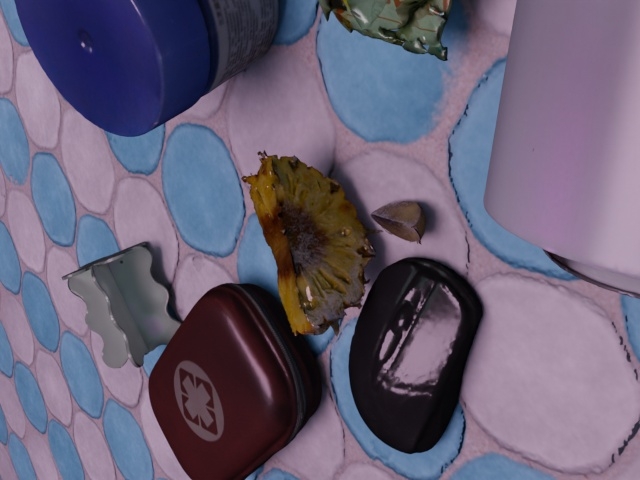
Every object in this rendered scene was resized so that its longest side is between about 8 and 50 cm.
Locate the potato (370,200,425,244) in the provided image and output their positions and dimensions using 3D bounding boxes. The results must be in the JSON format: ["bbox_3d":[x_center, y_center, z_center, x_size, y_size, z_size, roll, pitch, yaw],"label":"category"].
[{"bbox_3d":[0.100,-0.023,0.797,0.037,0.036,0.093,46,169,-26],"label":"potato"}]

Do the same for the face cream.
[{"bbox_3d":[-0.205,-0.284,0.854,0.249,0.225,0.248,26,137,27],"label":"face cream"}]

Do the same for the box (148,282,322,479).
[{"bbox_3d":[-0.152,0.239,1.110,0.263,0.108,0.404,56,136,17],"label":"box"}]

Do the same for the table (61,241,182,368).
[{"bbox_3d":[-0.350,0.123,1.262,0.167,0.167,0.198,-13,102,49],"label":"table"}]

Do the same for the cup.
[{"bbox_3d":[0.250,-0.159,0.419,0.253,0.253,0.371,22,116,42],"label":"cup"}]

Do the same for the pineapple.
[{"bbox_3d":[0.001,0.000,0.845,0.079,0.135,0.233,-39,66,57],"label":"pineapple"}]

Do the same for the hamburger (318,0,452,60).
[{"bbox_3d":[0.073,-0.280,0.665,0.235,0.125,0.214,51,150,13],"label":"hamburger"}]

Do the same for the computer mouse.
[{"bbox_3d":[0.096,0.149,0.822,0.138,0.086,0.269,31,124,37],"label":"computer mouse"}]
